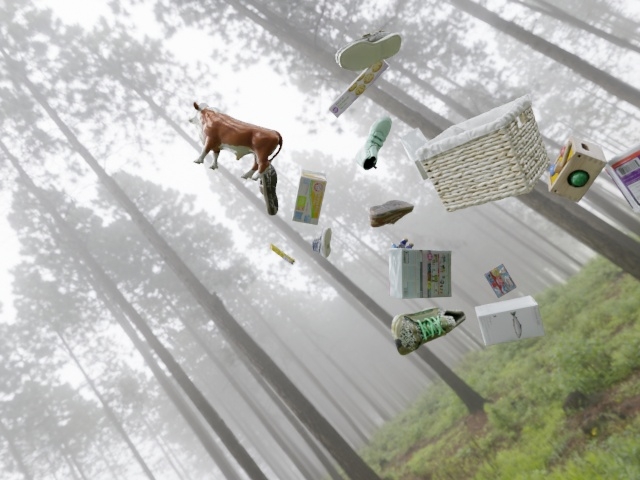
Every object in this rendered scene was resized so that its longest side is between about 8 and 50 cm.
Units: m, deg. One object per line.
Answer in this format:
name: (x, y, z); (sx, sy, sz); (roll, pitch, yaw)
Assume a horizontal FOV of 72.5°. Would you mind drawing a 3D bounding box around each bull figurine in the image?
bull figurine: (-0.272, -0.295, 1.302); (0.101, 0.311, 0.188); (11, -84, -84)

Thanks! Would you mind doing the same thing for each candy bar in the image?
candy bar: (-0.184, 0.065, 2.081); (0.018, 0.162, 0.040); (-38, -26, -43)

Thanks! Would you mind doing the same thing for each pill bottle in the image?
pill bottle: (0.771, -0.130, 1.027); (0.108, 0.193, 0.108); (-28, -9, -5)

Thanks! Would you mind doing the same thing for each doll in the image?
doll: (0.407, 0.046, 2.175); (0.046, 0.129, 0.189); (-54, -6, 32)

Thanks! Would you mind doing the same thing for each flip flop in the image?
flip flop: (-0.270, -0.260, 2.197); (0.112, 0.080, 0.276); (-13, -82, -57)

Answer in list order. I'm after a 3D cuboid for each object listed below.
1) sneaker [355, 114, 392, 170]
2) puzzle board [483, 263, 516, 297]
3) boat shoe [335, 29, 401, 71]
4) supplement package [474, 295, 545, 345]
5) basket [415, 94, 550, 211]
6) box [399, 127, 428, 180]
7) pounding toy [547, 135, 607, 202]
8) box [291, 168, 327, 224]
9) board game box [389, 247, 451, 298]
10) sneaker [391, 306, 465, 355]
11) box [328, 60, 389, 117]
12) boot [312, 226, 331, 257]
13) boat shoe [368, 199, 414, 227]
sneaker: (0.258, -0.431, 1.968); (0.094, 0.151, 0.255); (21, -64, -23)
puzzle board: (0.800, 0.180, 1.939); (0.096, 0.128, 0.011); (-32, 5, 4)
boat shoe: (0.172, -0.731, 1.673); (0.305, 0.091, 0.109); (-28, -41, -25)
supplement package: (0.599, 0.255, 1.389); (0.180, 0.105, 0.105); (-16, 3, 16)
basket: (0.576, -0.297, 1.538); (0.331, 0.266, 0.328); (-14, 17, 45)
box: (0.419, -0.362, 1.822); (0.091, 0.170, 0.130); (-29, -42, 13)
pounding toy: (0.584, -0.175, 1.014); (0.141, 0.100, 0.130); (-54, -15, -51)
box: (-0.046, -0.181, 1.816); (0.103, 0.114, 0.203); (-92, 13, -64)
board game box: (0.463, 0.150, 2.007); (0.304, 0.098, 0.223); (3, -94, -28)
sneaker: (0.436, 0.333, 1.732); (0.411, 0.158, 0.182); (-12, -12, -45)
box: (0.170, -0.695, 1.979); (0.324, 0.067, 0.063); (-41, 17, 19)
boot: (0.000, 0.000, 2.046); (0.069, 0.086, 0.189); (-48, -27, -38)
boat shoe: (0.400, -0.151, 2.500); (0.325, 0.123, 0.116); (-14, -57, -29)
